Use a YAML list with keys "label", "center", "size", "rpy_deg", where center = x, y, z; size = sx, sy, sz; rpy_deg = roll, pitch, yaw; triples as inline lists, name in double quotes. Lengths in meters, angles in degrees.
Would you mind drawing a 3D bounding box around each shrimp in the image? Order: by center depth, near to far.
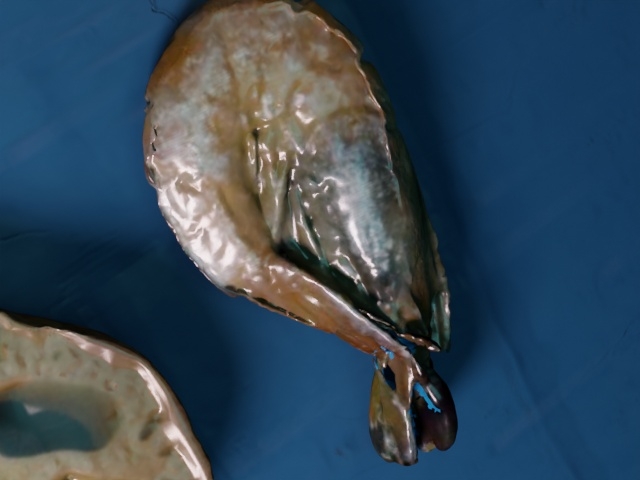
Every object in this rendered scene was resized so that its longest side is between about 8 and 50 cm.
- label: "shrimp"
  center: [0.000, 0.000, 1.420]
  size: [0.221, 0.110, 0.446]
  rpy_deg: [-31, 105, -16]

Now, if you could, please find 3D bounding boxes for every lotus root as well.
- label: "lotus root"
  center: [-0.276, 0.206, 1.288]
  size: [0.390, 0.111, 0.375]
  rpy_deg: [-21, 103, -22]
